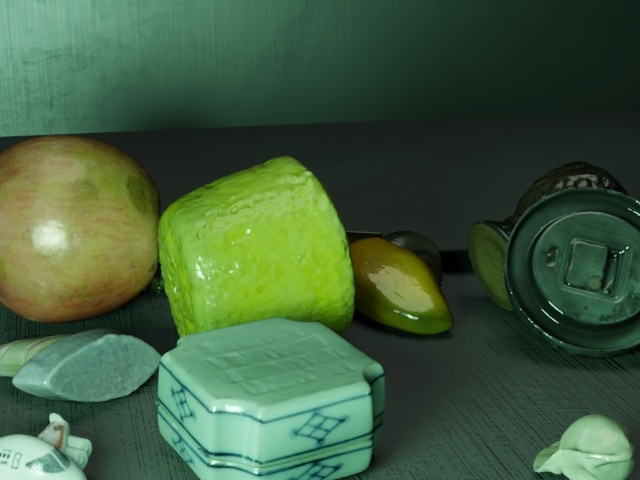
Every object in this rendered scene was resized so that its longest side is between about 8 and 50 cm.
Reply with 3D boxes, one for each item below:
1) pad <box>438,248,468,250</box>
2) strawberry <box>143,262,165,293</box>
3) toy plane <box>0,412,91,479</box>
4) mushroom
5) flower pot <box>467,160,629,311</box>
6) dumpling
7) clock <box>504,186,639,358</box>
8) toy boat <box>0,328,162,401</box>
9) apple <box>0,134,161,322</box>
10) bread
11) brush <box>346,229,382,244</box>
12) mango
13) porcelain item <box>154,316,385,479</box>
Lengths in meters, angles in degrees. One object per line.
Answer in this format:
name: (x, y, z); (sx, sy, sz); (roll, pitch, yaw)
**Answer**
pad: (0.376, 0.045, 2.255); (0.250, 0.055, 0.323); (-1, 18, -7)
strawberry: (-0.319, 0.036, 2.192); (0.174, 0.098, 0.228); (4, 19, 8)
toy plane: (-0.413, 0.298, 1.362); (0.252, 0.118, 0.252); (2, 20, -1)
mushroom: (0.171, 0.040, 2.203); (0.188, 0.117, 0.141); (-22, 17, -41)
flower pot: (0.450, 0.004, 2.070); (0.267, 0.266, 0.266); (-22, 25, -20)
dumpling: (0.357, 0.292, 1.437); (0.134, 0.099, 0.169); (-11, 16, 5)
clock: (0.486, 0.057, 1.882); (0.319, 0.318, 0.066); (2, -23, 3)
toy boat: (-0.410, 0.192, 1.716); (0.276, 0.111, 0.293); (-4, 7, -38)
apple: (-0.465, -0.024, 1.968); (0.364, 0.363, 0.364); (1, 18, 0)
bread: (-0.121, 0.041, 1.855); (0.308, 0.348, 0.348); (-17, 22, -15)
brush: (0.000, 0.000, 2.390); (0.282, 0.054, 0.048); (2, 6, 6)
mango: (0.138, 0.088, 2.023); (0.177, 0.119, 0.317); (-14, 37, -29)
porcelain item: (-0.072, 0.235, 1.496); (0.286, 0.157, 0.281); (-9, 22, -30)
